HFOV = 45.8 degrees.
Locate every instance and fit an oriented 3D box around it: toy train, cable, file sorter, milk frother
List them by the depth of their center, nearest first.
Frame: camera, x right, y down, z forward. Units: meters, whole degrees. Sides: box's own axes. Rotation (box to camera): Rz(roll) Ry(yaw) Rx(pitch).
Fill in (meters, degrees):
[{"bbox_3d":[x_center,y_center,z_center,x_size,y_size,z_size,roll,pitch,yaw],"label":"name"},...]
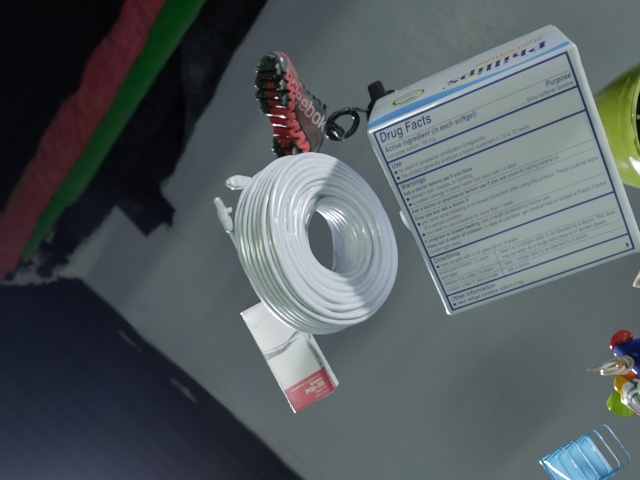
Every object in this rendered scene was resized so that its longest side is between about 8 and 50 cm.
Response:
[{"bbox_3d":[0.000,0.000,1.065,0.257,0.257,0.089,-24,2,-44],"label":"cable"},{"bbox_3d":[0.091,-0.172,1.244,0.143,0.129,0.135,-42,32,22],"label":"milk frother"},{"bbox_3d":[0.508,0.232,1.252,0.247,0.105,0.144,-10,-54,-25],"label":"toy train"},{"bbox_3d":[0.670,0.554,1.911,0.170,0.118,0.105,-17,-31,-27],"label":"file sorter"}]

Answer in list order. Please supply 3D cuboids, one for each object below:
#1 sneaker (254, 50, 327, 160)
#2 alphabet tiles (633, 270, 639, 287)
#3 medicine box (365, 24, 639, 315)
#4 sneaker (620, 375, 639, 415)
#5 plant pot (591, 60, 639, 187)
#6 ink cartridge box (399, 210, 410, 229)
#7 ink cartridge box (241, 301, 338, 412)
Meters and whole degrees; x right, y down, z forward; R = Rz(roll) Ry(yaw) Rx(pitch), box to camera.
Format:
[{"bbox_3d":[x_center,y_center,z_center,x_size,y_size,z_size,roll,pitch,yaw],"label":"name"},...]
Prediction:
[{"bbox_3d":[-0.056,-0.287,1.616,0.135,0.097,0.276,-43,-47,-33],"label":"sneaker"},{"bbox_3d":[0.536,0.019,0.981,0.237,0.198,0.009,79,-155,-57],"label":"alphabet tiles"},{"bbox_3d":[0.239,-0.089,0.999,0.263,0.289,0.149,-21,19,17],"label":"medicine box"},{"bbox_3d":[0.549,0.262,1.146,0.092,0.225,0.088,-25,33,59],"label":"sneaker"},{"bbox_3d":[0.792,-0.269,1.795,0.366,0.366,0.353,-50,11,-6],"label":"plant pot"},{"bbox_3d":[0.301,-0.073,1.614,0.224,0.056,0.181,-32,29,-3],"label":"ink cartridge box"},{"bbox_3d":[-0.075,0.283,1.959,0.117,0.283,0.207,-30,-7,2],"label":"ink cartridge box"}]
